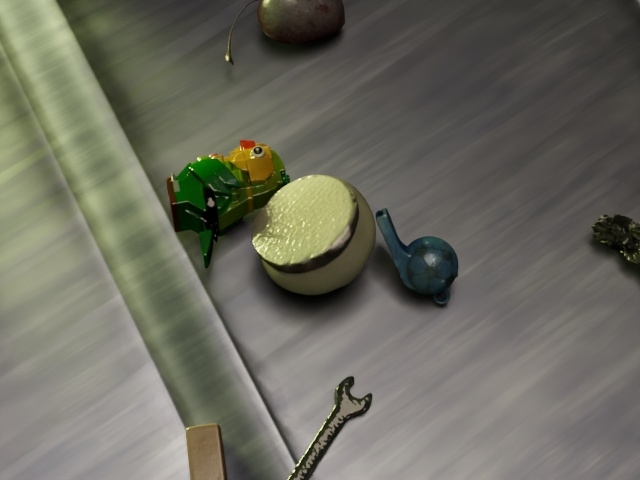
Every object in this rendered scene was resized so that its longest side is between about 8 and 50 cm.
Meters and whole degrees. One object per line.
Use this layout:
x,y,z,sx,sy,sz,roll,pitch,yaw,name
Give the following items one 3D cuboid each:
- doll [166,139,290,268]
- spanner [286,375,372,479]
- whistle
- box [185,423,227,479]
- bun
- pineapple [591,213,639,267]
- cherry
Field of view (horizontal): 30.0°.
-0.131,-0.066,1.681,0.186,0.106,0.134,-37,66,-21,doll
-0.013,0.285,1.552,0.054,0.015,0.254,30,64,12,spanner
0.142,0.018,1.654,0.090,0.090,0.158,-26,101,-16,whistle
-0.145,0.293,1.535,0.048,0.025,0.115,-9,62,-2,box
0.000,0.000,1.647,0.172,0.120,0.173,-14,53,19,bun
0.460,0.014,1.696,0.159,0.074,0.074,34,65,18,pineapple
-0.040,-0.338,1.843,0.148,0.115,0.188,26,65,-33,cherry
